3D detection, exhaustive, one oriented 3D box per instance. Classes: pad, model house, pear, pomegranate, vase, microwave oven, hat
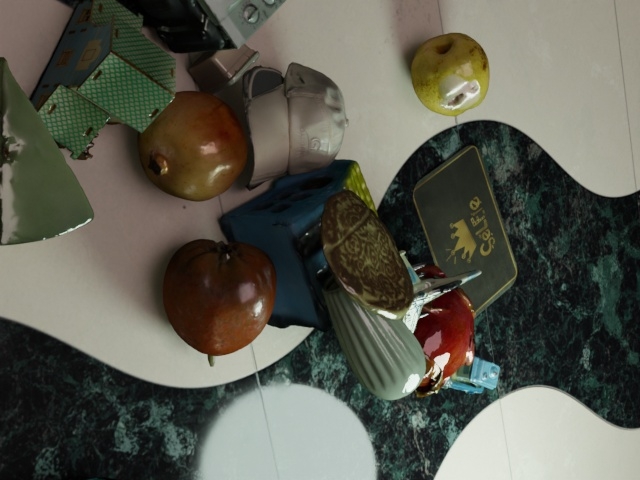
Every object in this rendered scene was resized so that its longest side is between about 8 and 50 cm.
[{"bbox_3d":[0.375,-0.026,2.345,0.315,0.063,0.375,-37,116,-33],"label":"pad"},{"bbox_3d":[-0.324,-0.255,1.628,0.178,0.206,0.271,36,70,-36],"label":"model house"},{"bbox_3d":[0.276,-0.345,2.169,0.178,0.178,0.178,-4,96,-41],"label":"pear"},{"bbox_3d":[-0.220,-0.159,1.747,0.191,0.191,0.191,-4,96,-41],"label":"pomegranate"},{"bbox_3d":[0.088,0.160,1.801,0.128,0.128,0.248,-46,118,-29],"label":"vase"},{"bbox_3d":[0.000,0.000,1.935,0.303,0.215,0.237,-38,119,-39],"label":"model house"},{"bbox_3d":[-0.227,-0.464,1.675,0.181,0.237,0.295,-52,124,-24],"label":"microwave oven"},{"bbox_3d":[-0.053,-0.201,1.860,0.275,0.161,0.232,-36,131,-51],"label":"hat"}]

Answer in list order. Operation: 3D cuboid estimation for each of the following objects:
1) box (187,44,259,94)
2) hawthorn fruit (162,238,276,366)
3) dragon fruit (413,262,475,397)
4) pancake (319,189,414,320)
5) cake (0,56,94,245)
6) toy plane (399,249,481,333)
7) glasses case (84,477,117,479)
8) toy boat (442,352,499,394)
[{"bbox_3d":[-0.175,-0.311,1.815,0.062,0.122,0.089,47,64,-18],"label":"box"},{"bbox_3d":[-0.178,0.118,1.812,0.199,0.199,0.251,-20,130,-38],"label":"hawthorn fruit"},{"bbox_3d":[0.196,0.180,2.091,0.315,0.250,0.250,-22,107,-36],"label":"dragon fruit"},{"bbox_3d":[0.081,0.025,1.769,0.250,0.031,0.250,39,34,-34],"label":"pancake"},{"bbox_3d":[-0.446,-0.133,1.574,0.172,0.158,0.284,-1,91,-41],"label":"cake"},{"bbox_3d":[0.190,0.095,1.943,0.262,0.088,0.192,-21,115,-34],"label":"toy plane"},{"bbox_3d":[-0.390,0.558,1.731,0.117,0.070,0.301,-10,98,-46],"label":"glasses case"},{"bbox_3d":[0.305,0.280,2.284,0.237,0.098,0.109,24,75,-39],"label":"toy boat"}]
